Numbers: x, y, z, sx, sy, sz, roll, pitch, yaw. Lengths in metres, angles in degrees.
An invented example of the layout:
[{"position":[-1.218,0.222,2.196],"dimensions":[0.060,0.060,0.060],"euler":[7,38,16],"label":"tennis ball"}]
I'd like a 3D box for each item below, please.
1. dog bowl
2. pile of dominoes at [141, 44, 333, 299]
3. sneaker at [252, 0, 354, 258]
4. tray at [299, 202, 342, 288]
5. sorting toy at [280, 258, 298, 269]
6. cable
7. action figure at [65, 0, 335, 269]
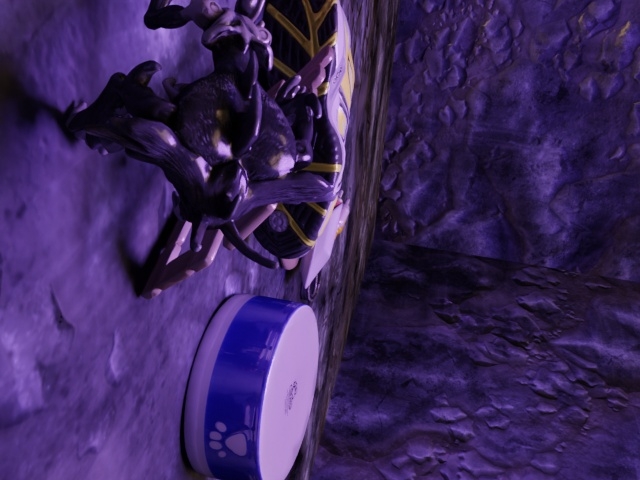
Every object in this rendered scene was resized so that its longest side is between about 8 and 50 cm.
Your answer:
[{"position":[-0.088,0.214,0.810],"dimensions":[0.265,0.104,0.264],"euler":[7,90,-75],"label":"dog bowl"},{"position":[-0.067,-0.063,0.548],"dimensions":[0.040,0.196,0.251],"euler":[37,49,-27],"label":"pile of dominoes"},{"position":[-0.009,-0.161,0.810],"dimensions":[0.147,0.145,0.384],"euler":[-8,109,-68],"label":"sneaker"},{"position":[0.000,0.000,1.227],"dimensions":[0.270,0.030,0.145],"euler":[-47,150,-73],"label":"tray"},{"position":[-0.048,-0.107,1.028],"dimensions":[0.307,0.041,0.229],"euler":[82,25,-61],"label":"sorting toy"},{"position":[0.013,0.006,1.379],"dimensions":[0.139,0.072,0.287],"euler":[68,33,-62],"label":"cable"},{"position":[-0.076,-0.099,0.384],"dimensions":[0.141,0.164,0.275],"euler":[-35,-129,51],"label":"action figure"}]
